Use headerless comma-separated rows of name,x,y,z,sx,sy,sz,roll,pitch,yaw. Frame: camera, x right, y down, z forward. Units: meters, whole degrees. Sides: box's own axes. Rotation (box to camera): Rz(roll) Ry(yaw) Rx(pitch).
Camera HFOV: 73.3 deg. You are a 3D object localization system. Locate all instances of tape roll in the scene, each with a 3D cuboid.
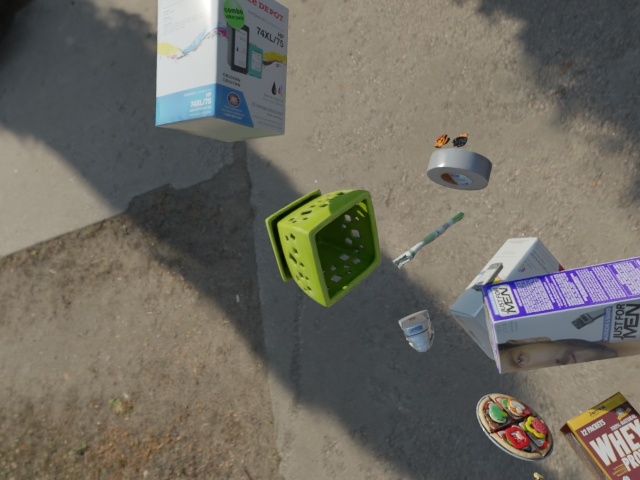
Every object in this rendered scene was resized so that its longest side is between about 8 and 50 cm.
tape roll,0.500,-0.253,1.555,0.219,0.219,0.072,13,80,27

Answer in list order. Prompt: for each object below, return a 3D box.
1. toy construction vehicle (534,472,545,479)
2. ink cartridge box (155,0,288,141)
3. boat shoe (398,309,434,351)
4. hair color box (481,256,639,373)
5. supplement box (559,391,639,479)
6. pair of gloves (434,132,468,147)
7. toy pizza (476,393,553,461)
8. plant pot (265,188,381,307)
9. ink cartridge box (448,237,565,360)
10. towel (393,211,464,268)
toy construction vehicle,0.635,0.698,1.200,0.085,0.098,0.035,27,90,10
ink cartridge box,-0.204,-0.365,0.902,0.197,0.198,0.270,4,94,37
boat shoe,0.278,0.261,1.236,0.095,0.258,0.084,-23,84,15
hair color box,0.515,0.154,0.865,0.338,0.185,0.110,-12,38,16
supplement box,0.651,0.463,0.938,0.129,0.194,0.191,-32,54,4
pair of gloves,0.354,-0.269,1.165,0.083,0.010,0.074,7,43,29
toy pizza,0.515,0.482,1.136,0.201,0.201,0.032,30,124,27
plant pot,0.000,0.000,1.117,0.207,0.227,0.228,16,131,43
ink cartridge box,0.561,0.173,1.241,0.226,0.131,0.306,46,76,-10
towel,0.229,0.002,0.912,0.152,0.113,0.023,-35,83,-11
